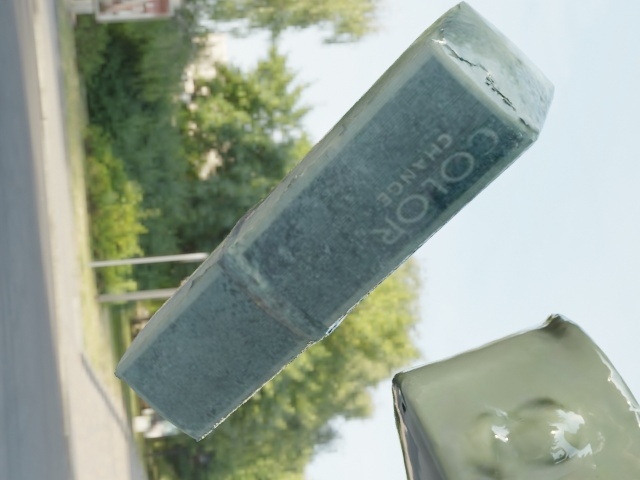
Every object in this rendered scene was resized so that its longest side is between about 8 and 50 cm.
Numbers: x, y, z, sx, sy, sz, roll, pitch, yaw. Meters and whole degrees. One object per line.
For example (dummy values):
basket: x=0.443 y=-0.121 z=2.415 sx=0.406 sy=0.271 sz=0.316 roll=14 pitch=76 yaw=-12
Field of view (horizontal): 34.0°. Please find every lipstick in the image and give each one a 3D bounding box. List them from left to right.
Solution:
lipstick: x=0.000 y=0.000 z=0.555 sx=0.290 sy=0.077 sz=0.076 roll=-44 pitch=-174 yaw=35

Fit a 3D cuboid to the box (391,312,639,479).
box: x=0.149 y=0.269 z=0.464 sx=0.396 sy=0.111 sz=0.396 roll=74 pitch=-9 yaw=-60
